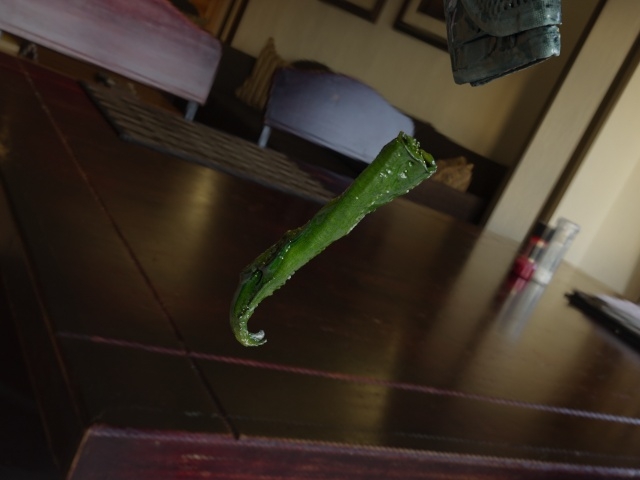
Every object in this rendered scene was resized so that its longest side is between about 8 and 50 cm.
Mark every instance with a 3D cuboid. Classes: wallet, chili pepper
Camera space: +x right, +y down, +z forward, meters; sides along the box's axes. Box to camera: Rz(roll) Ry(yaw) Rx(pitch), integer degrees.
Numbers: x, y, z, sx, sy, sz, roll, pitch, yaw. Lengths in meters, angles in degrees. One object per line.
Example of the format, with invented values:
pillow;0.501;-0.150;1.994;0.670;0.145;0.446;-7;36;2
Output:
wallet;0.203;-0.374;0.937;0.075;0.341;0.237;-7;4;-14
chili pepper;-0.001;0.000;0.995;0.085;0.359;0.076;27;27;-44
